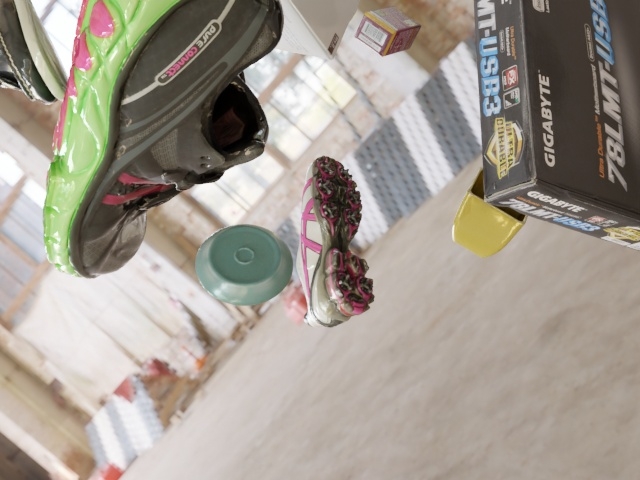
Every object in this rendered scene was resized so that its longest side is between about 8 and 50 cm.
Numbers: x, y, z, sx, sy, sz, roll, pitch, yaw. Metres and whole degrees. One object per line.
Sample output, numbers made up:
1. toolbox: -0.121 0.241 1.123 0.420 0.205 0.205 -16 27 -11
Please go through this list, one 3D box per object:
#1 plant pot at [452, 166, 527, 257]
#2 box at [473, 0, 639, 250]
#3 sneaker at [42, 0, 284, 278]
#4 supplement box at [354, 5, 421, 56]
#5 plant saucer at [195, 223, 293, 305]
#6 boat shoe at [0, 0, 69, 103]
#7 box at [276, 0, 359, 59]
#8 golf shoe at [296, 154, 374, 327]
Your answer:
1. plant pot: 0.211 -0.028 1.321 0.083 0.082 0.081 -61 -5 34
2. box: 0.283 -0.150 1.072 0.073 0.293 0.295 -22 61 46
3. sneaker: -0.162 -0.090 1.033 0.483 0.202 0.185 126 150 -57
4. supplement box: 0.095 -0.296 1.464 0.083 0.055 0.043 -26 -30 -52
5. plant saucer: -0.092 0.023 1.256 0.119 0.119 0.021 -52 -17 -30
6. boat shoe: -0.359 -0.219 1.144 0.113 0.127 0.340 -26 39 -9
7. box: -0.029 -0.383 1.467 0.182 0.119 0.180 44 -114 -58
8. golf shoe: 0.000 0.000 1.079 0.086 0.068 0.186 -29 55 41
